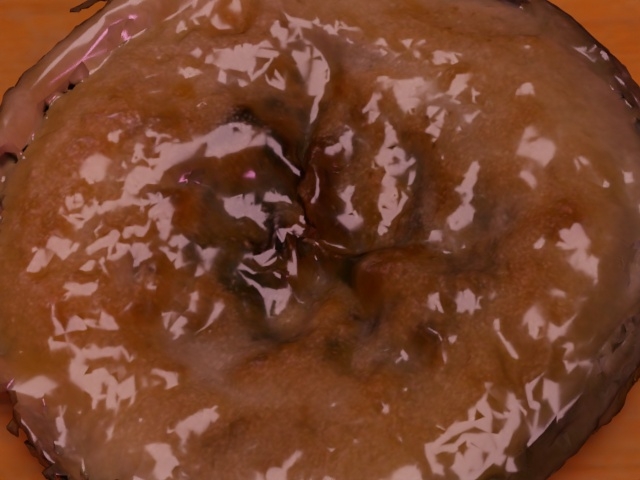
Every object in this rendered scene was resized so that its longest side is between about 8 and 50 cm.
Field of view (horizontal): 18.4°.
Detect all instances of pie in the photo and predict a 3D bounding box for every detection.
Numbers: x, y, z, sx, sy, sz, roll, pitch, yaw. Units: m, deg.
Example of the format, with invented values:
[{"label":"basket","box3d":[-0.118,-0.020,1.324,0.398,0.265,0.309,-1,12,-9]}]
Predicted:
[{"label":"pie","box3d":[0.000,0.000,0.729,0.274,0.055,0.274,0,64,0]}]
